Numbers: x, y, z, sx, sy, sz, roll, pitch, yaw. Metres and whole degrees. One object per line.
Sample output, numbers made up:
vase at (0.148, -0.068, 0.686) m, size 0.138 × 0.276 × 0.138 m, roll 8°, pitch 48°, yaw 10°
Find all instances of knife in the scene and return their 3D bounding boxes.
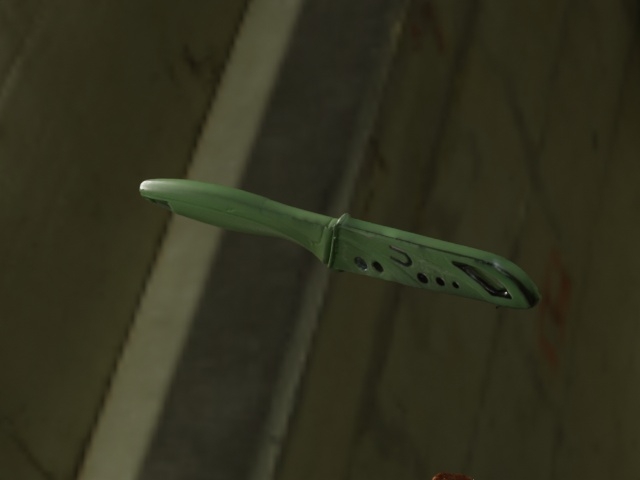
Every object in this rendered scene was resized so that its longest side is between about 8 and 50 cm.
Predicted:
knife at (0.001, -0.001, 0.965) m, size 0.020 × 0.293 × 0.043 m, roll -46°, pitch -48°, yaw -33°

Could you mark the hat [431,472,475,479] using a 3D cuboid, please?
hat at (0.100, 0.255, 1.190) m, size 0.112 × 0.093 × 0.162 m, roll -138°, pitch 66°, yaw -73°
